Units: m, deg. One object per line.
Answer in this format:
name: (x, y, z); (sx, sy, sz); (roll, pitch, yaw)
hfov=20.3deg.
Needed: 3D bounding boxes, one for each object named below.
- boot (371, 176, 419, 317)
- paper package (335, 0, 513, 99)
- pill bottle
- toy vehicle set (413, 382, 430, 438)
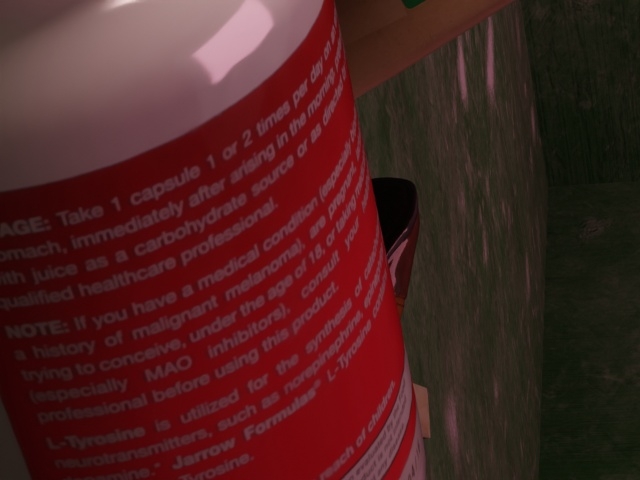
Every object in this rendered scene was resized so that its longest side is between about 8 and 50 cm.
boot: (0.058, 0.113, 1.695); (0.264, 0.096, 0.280); (-81, 163, -46)
paper package: (0.073, -0.230, 1.280); (0.168, 0.325, 0.309); (58, 18, -6)
pill bottle: (-0.094, -0.025, 0.739); (0.229, 0.229, 0.408); (-78, 160, -51)
toy vehicle set: (-0.035, 0.104, 1.115); (0.267, 0.166, 0.035); (32, 56, -74)
